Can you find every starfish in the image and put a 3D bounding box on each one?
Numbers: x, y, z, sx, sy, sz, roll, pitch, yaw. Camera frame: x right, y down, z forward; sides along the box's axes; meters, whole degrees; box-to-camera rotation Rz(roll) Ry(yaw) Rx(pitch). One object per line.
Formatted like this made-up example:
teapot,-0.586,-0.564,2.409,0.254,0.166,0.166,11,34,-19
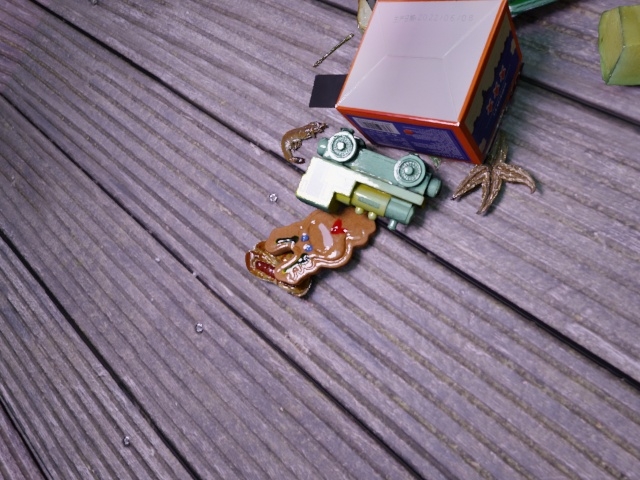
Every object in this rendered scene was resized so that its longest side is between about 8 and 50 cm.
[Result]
starfish,0.448,-0.178,1.200,0.240,0.043,0.227,35,100,33

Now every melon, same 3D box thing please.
melon,0.819,-0.468,1.031,0.323,0.124,0.196,-2,81,20

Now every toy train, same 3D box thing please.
toy train,0.138,-0.156,1.270,0.369,0.150,0.237,23,94,16

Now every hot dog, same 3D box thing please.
hot dog,-0.126,0.086,1.420,0.253,0.069,0.131,28,93,26

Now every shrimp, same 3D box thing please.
shrimp,-0.053,-0.312,1.477,0.178,0.034,0.124,-12,79,25

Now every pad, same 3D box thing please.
pad,0.054,-0.479,1.469,0.193,0.004,0.116,10,85,27

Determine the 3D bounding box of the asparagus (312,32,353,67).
asparagus,0.040,-0.621,1.498,0.166,0.013,0.016,-34,57,16

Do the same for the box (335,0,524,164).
box,0.284,-0.404,1.186,0.349,0.257,0.318,18,85,34

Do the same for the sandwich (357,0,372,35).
sandwich,0.258,-0.741,1.367,0.301,0.099,0.271,-2,85,23

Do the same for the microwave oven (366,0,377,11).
microwave oven,0.178,-0.759,1.189,0.237,0.295,0.181,-15,79,22

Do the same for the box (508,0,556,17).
box,0.558,-0.743,1.216,0.264,0.106,0.336,-10,76,24

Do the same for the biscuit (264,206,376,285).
biscuit,0.000,0.000,1.342,0.334,0.047,0.202,-22,63,6

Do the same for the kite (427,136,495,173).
kite,0.374,-0.279,1.277,0.244,0.006,0.198,14,87,27
